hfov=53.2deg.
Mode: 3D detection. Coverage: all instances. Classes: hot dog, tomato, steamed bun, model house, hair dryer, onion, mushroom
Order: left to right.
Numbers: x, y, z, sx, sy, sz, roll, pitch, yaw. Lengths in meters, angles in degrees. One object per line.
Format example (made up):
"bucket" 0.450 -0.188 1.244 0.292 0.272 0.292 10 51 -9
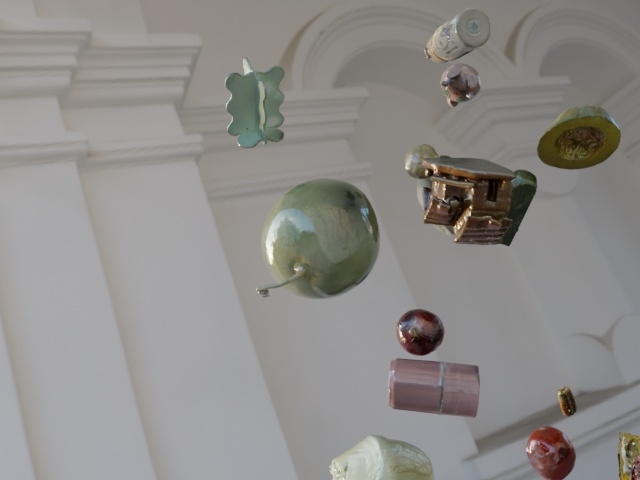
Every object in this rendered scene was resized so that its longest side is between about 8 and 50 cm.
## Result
"steamed bun" 0.197 0.747 1.894 0.291 0.272 0.273 16 -53 -32
"onion" 0.268 0.248 1.727 0.131 0.131 0.131 -19 -17 -6
"hair dryer" 0.282 0.374 1.643 0.211 0.125 0.352 4 -11 8
"mushroom" 0.342 -0.154 1.903 0.122 0.159 0.328 -36 -36 1
"model house" 0.371 -0.094 1.641 0.200 0.229 0.219 -4 18 -3
"tomato" 0.693 0.630 1.878 0.139 0.159 0.091 -22 -5 -19
"hot dog" 0.725 0.474 1.871 0.049 0.037 0.122 -33 -57 -6

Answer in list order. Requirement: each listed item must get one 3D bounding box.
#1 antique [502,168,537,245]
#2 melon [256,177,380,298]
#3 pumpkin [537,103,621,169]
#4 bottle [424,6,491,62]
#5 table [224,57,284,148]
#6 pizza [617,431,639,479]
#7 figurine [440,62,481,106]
"antique" 0.542 -0.099 1.830 0.080 0.081 0.220 14 -58 -3
"melon" 0.003 -0.009 1.386 0.272 0.307 0.271 -3 -52 -4
"pumpkin" 0.720 -0.303 1.787 0.218 0.110 0.217 9 -29 5
"bottle" 0.347 -0.515 1.627 0.110 0.097 0.209 -23 7 -13
"table" -0.175 -0.375 1.724 0.167 0.166 0.198 -15 -41 -18
"pizza" 0.887 0.597 1.602 0.130 0.439 0.405 12 -50 -6
"figurine" 0.420 -0.470 1.928 0.125 0.125 0.138 -21 -8 -1
